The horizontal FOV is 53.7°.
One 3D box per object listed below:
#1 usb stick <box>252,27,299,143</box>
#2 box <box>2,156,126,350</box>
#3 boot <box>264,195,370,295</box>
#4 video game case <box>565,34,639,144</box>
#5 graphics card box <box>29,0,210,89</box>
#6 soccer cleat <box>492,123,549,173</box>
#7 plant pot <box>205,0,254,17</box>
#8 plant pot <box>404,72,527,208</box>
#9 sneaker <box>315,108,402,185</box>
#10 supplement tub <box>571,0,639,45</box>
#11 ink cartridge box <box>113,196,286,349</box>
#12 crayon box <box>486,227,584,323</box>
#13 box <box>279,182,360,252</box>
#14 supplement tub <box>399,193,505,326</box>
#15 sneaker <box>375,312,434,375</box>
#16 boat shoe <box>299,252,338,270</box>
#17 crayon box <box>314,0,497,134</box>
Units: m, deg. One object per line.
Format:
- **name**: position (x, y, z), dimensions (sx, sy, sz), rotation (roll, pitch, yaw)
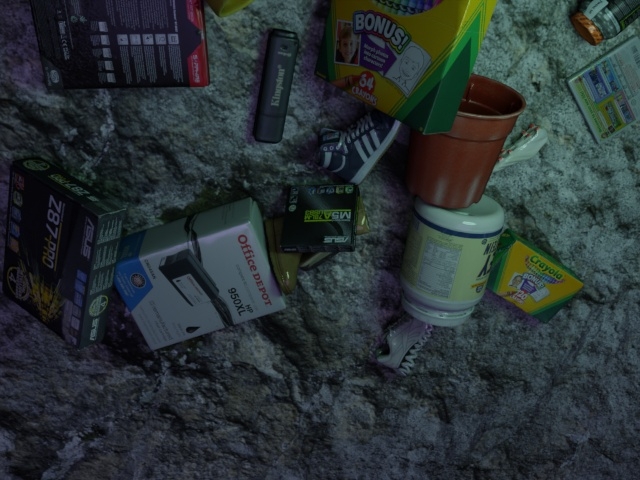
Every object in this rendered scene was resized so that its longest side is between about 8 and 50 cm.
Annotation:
- **usb stick**: position (-0.110, -0.370, 1.544), dimensions (0.077, 0.045, 0.278), rotation (9, 116, -9)
- **box**: position (-0.656, 0.032, 1.592), dimensions (0.318, 0.097, 0.395), rotation (28, 117, 20)
- **boot**: position (0.000, 0.000, 1.659), dimensions (0.269, 0.236, 0.089), rotation (-16, 157, 5)
- **video game case**: position (0.760, -0.383, 1.628), dimensions (0.193, 0.023, 0.212), rotation (-33, 116, 12)
- **graphics card box**: position (-0.446, -0.466, 1.437), dimensions (0.371, 0.094, 0.233), rotation (-3, 118, -5)
- **soccer cleat**: position (0.515, -0.225, 1.666), dimensions (0.196, 0.068, 0.076), rotation (-36, 118, 10)
- **plant pot**: position (-0.182, -0.635, 1.300), dimensions (0.254, 0.254, 0.239), rotation (-33, 101, 12)
- **plant pot**: position (0.327, -0.239, 1.545), dimensions (0.272, 0.272, 0.265), rotation (4, 125, -7)
- **sneaker**: position (0.091, -0.268, 1.567), dimensions (0.153, 0.099, 0.282), rotation (22, 127, -15)
- **supplement tub**: position (0.694, -0.555, 1.479), dimensions (0.190, 0.117, 0.117), rotation (-40, 114, 14)
- **ink cartridge box**: position (-0.318, 0.089, 1.697), dimensions (0.395, 0.166, 0.285), rotation (-18, 117, 4)
- **crayon box**: position (0.600, 0.105, 1.835), dimensions (0.278, 0.081, 0.165), rotation (30, 111, -18)
- **box**: position (0.000, -0.058, 1.621), dimensions (0.191, 0.184, 0.045), rotation (0, 149, 14)
- **supplement tub**: position (0.341, 0.041, 1.693), dimensions (0.235, 0.235, 0.325), rotation (4, 117, -7)
- **sneaker**: position (0.258, 0.272, 1.885), dimensions (0.118, 0.110, 0.292), rotation (20, 114, -5)
- **boat shoe**: position (0.026, 0.006, 1.742), dimensions (0.223, 0.080, 0.073), rotation (-34, 145, -1)
- **crayon box**: position (0.167, -0.445, 1.355), dimensions (0.106, 0.363, 0.313), rotation (-14, 129, -41)
